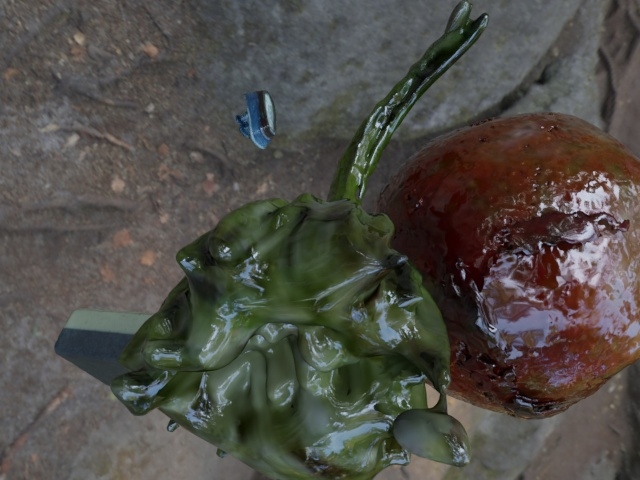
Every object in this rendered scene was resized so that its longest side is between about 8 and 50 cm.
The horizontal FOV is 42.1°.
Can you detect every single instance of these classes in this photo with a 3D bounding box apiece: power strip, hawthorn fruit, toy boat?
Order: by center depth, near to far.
[{"bbox_3d":[0.175,0.024,0.781,0.316,0.316,0.315,-19,129,-25],"label":"hawthorn fruit"},{"bbox_3d":[-0.182,0.130,0.948,0.105,0.257,0.070,46,56,-43],"label":"power strip"},{"bbox_3d":[-0.105,-0.197,1.333,0.061,0.137,0.060,-25,134,16],"label":"toy boat"}]

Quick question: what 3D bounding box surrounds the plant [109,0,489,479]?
[{"bbox_3d":[0.026,0.021,0.550,0.251,0.180,0.333,-37,-172,40],"label":"plant"}]
